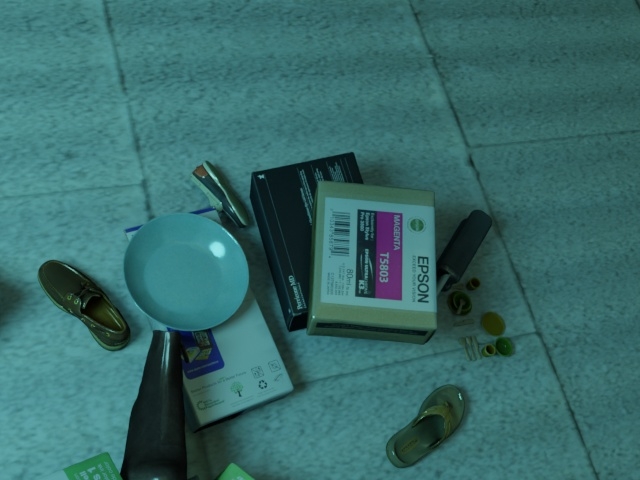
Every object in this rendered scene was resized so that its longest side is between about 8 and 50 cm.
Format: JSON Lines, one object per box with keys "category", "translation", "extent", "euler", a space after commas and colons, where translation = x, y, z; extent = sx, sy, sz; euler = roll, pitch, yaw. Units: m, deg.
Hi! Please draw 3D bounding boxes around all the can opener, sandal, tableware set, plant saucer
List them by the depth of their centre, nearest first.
{"category": "plant saucer", "translation": [-0.207, 0.052, 1.246], "extent": [0.194, 0.037, 0.195], "euler": [8, 63, -17]}
{"category": "sandal", "translation": [0.181, 0.305, 1.335], "extent": [0.180, 0.049, 0.072], "euler": [-35, 81, -31]}
{"category": "can opener", "translation": [0.209, 0.042, 1.461], "extent": [0.095, 0.076, 0.283], "euler": [37, 58, -1]}
{"category": "tableware set", "translation": [0.290, 0.141, 1.474], "extent": [0.103, 0.024, 0.154], "euler": [-5, 66, -23]}

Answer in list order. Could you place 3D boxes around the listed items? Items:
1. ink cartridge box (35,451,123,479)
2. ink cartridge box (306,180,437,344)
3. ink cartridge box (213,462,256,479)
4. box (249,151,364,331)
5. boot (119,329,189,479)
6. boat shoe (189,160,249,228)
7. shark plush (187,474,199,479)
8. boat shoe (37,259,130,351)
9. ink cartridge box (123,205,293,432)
{"category": "ink cartridge box", "translation": [-0.375, 0.381, 0.941], "extent": [0.278, 0.201, 0.117], "euler": [-13, 61, -46]}
{"category": "ink cartridge box", "translation": [0.080, 0.033, 1.266], "extent": [0.193, 0.088, 0.235], "euler": [4, 67, -5]}
{"category": "ink cartridge box", "translation": [-0.151, 0.505, 1.066], "extent": [0.207, 0.119, 0.353], "euler": [38, 57, 0]}
{"category": "box", "translation": [0.000, 0.000, 1.371], "extent": [0.184, 0.103, 0.261], "euler": [-11, 69, -15]}
{"category": "boot", "translation": [-0.219, 0.224, 1.087], "extent": [0.090, 0.248, 0.207], "euler": [5, 86, -14]}
{"category": "boat shoe", "translation": [-0.173, -0.073, 1.394], "extent": [0.043, 0.049, 0.137], "euler": [-38, 83, 11]}
{"category": "shark plush", "translation": [-0.242, 0.373, 1.127], "extent": [0.161, 0.067, 0.073], "euler": [-4, 66, -23]}
{"category": "boat shoe", "translation": [-0.354, 0.090, 1.231], "extent": [0.178, 0.060, 0.064], "euler": [43, 58, 4]}
{"category": "ink cartridge box", "translation": [-0.183, 0.117, 1.282], "extent": [0.165, 0.065, 0.333], "euler": [-16, 73, -27]}
